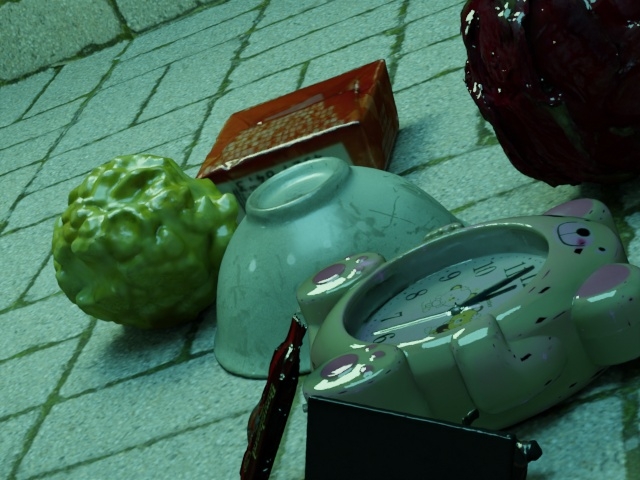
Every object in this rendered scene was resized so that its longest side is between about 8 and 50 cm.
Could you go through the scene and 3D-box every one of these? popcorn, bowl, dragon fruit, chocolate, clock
[{"bbox_3d":[-0.193,0.007,1.898,0.235,0.217,0.181,-15,48,8],"label":"popcorn"},{"bbox_3d":[0.000,0.000,1.745,0.313,0.146,0.313,-23,19,8],"label":"bowl"},{"bbox_3d":[0.297,-0.212,1.714,0.329,0.329,0.329,-22,21,9],"label":"dragon fruit"},{"bbox_3d":[-0.019,-0.120,2.118,0.237,0.108,0.235,-20,21,17],"label":"chocolate"},{"bbox_3d":[0.134,0.072,1.464,0.309,0.114,0.284,-22,19,6],"label":"clock"},{"bbox_3d":[-0.045,0.153,1.417,0.086,0.028,0.182,-143,72,-80],"label":"chocolate"}]

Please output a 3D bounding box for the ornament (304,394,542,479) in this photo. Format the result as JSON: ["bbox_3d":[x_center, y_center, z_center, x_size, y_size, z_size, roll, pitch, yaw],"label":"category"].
[{"bbox_3d":[0.095,0.183,1.227,0.153,0.166,0.196,10,15,23],"label":"ornament"}]
